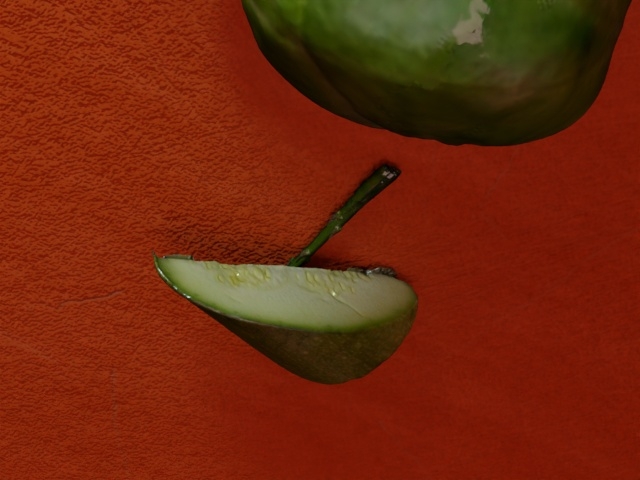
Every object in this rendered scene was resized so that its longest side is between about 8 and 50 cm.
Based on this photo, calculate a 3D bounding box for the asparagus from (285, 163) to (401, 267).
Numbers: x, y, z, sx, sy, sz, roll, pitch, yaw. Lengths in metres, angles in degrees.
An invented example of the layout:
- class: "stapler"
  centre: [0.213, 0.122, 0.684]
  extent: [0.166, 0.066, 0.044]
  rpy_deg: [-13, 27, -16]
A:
- class: "asparagus"
  centre: [0.000, 0.000, 1.669]
  extent: [0.022, 0.023, 0.233]
  rpy_deg: [44, 117, 0]

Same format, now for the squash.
- class: "squash"
  centre: [-0.029, 0.058, 1.633]
  extent: [0.169, 0.093, 0.252]
  rpy_deg: [-32, 139, 16]

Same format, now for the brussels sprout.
- class: "brussels sprout"
  centre: [0.096, -0.224, 1.189]
  extent: [0.289, 0.355, 0.281]
  rpy_deg: [16, 109, 21]
